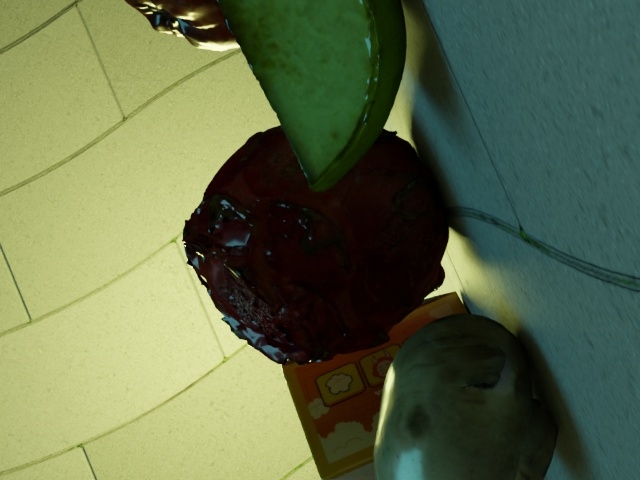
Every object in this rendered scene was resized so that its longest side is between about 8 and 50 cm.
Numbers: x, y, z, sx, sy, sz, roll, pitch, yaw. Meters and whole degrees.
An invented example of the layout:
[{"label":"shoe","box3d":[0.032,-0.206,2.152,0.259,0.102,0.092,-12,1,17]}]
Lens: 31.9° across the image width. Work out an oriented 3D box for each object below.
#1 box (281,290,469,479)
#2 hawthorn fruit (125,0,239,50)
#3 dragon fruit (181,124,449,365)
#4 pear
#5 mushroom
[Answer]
[{"label":"box","box3d":[0.123,0.261,1.495,0.283,0.259,0.214,69,177,-46]},{"label":"hawthorn fruit","box3d":[-0.177,-0.431,1.618,0.275,0.275,0.299,73,-160,-77]},{"label":"dragon fruit","box3d":[0.000,0.000,1.298,0.295,0.302,0.295,62,172,16]},{"label":"pear","box3d":[0.008,-0.211,1.030,0.288,0.139,0.239,63,-166,-5]},{"label":"mushroom","box3d":[0.145,0.195,1.144,0.184,0.255,0.255,24,177,2]}]
